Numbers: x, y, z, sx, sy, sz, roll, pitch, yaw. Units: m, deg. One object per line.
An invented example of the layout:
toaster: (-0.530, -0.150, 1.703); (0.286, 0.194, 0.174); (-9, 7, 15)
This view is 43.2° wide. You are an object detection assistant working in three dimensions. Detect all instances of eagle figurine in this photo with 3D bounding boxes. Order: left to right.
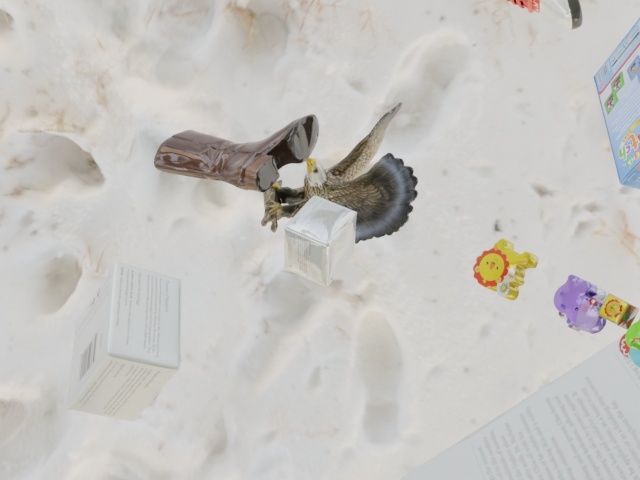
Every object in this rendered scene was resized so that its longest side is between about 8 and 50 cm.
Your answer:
eagle figurine: (0.033, -0.102, 1.472); (0.299, 0.225, 0.226); (-15, 93, 8)

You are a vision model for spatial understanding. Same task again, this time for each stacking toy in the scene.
stacking toy: (0.262, 0.078, 0.716); (0.167, 0.221, 0.052); (21, 98, -41)

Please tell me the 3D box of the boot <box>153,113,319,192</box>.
boot: (-0.071, -0.082, 0.681); (0.106, 0.114, 0.037); (-45, 136, -42)

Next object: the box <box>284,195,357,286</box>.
box: (0.000, 0.000, 1.355); (0.087, 0.101, 0.102); (24, 48, 21)

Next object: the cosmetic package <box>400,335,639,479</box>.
cosmetic package: (0.340, 0.303, 0.999); (0.453, 0.230, 0.161); (-36, 118, 14)

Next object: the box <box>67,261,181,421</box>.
box: (-0.314, 0.165, 1.302); (0.119, 0.181, 0.181); (19, 133, -28)

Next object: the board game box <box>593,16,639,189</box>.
board game box: (0.427, -0.195, 1.040); (0.039, 0.160, 0.211); (15, 50, -12)

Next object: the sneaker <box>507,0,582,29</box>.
sneaker: (0.302, -0.418, 1.320); (0.145, 0.090, 0.270); (-27, 64, 1)
